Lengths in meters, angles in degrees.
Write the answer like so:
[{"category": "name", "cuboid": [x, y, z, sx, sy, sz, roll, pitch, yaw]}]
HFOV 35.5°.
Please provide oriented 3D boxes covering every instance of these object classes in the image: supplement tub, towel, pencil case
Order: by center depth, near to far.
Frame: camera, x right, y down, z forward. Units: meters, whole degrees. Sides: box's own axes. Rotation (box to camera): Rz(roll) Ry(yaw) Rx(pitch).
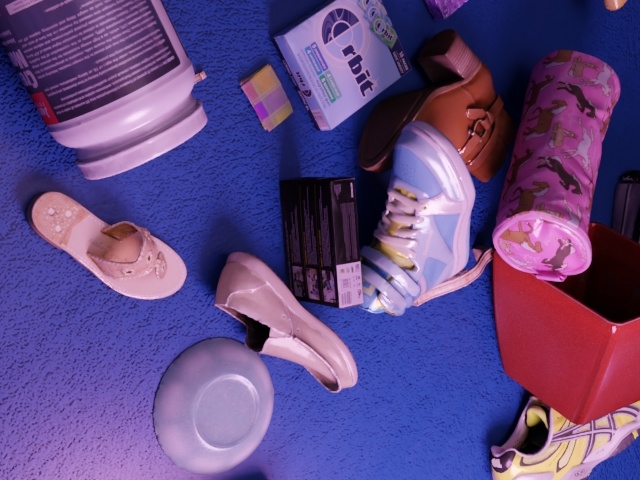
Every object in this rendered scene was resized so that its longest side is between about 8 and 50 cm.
[{"category": "supplement tub", "cuboid": [-0.267, -0.230, 1.184, 0.191, 0.191, 0.272, -35, 112, -28]}, {"category": "towel", "cuboid": [-0.076, -0.205, 1.431, 0.060, 0.009, 0.083, -43, 116, -26]}, {"category": "pencil case", "cuboid": [0.381, -0.124, 1.604, 0.167, 0.160, 0.386, 30, 55, -14]}]

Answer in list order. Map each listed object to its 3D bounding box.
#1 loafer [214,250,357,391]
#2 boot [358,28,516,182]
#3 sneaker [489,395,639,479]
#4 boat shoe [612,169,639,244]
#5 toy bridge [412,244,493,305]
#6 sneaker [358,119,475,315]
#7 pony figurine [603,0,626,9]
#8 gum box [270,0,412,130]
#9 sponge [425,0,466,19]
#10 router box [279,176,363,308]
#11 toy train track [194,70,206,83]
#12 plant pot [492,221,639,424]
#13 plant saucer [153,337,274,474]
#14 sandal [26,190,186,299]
[{"category": "loafer", "cuboid": [-0.056, 0.132, 1.420, 0.268, 0.102, 0.092, 47, 69, -18]}, {"category": "boot", "cuboid": [0.193, -0.163, 1.580, 0.220, 0.109, 0.283, 48, 60, -32]}, {"category": "sneaker", "cuboid": [0.446, 0.316, 1.753, 0.384, 0.145, 0.147, -43, 116, -27]}, {"category": "boat shoe", "cuboid": [0.626, 0.040, 1.850, 0.127, 0.158, 0.341, -1, 93, -35]}, {"category": "toy bridge", "cuboid": [0.217, 0.059, 1.623, 0.188, 0.063, 0.026, -29, 109, -31]}, {"category": "sneaker", "cuboid": [0.117, -0.008, 1.457, 0.208, 0.127, 0.319, -40, 141, -22]}, {"category": "pony figurine", "cuboid": [0.466, -0.620, 1.656, 0.363, 0.302, 0.351, 38, 80, -47]}, {"category": "gum box", "cuboid": [0.035, -0.277, 1.485, 0.184, 0.041, 0.157, -39, 114, -28]}, {"category": "sponge", "cuboid": [0.178, -0.467, 1.579, 0.117, 0.031, 0.210, -44, 117, -25]}, {"category": "router box", "cuboid": [0.000, 0.000, 1.423, 0.046, 0.133, 0.179, -9, 98, -34]}, {"category": "toy train track", "cuboid": [-0.187, -0.207, 1.351, 0.083, 0.014, 0.048, -37, 113, -28]}, {"category": "plant pot", "cuboid": [0.447, 0.146, 1.676, 0.267, 0.267, 0.236, -12, 123, -34]}, {"category": "plant saucer", "cuboid": [-0.138, 0.235, 1.401, 0.195, 0.037, 0.195, -2, 94, -35]}, {"category": "sandal", "cuboid": [-0.257, 0.013, 1.276, 0.240, 0.079, 0.088, 32, 75, -32]}]
